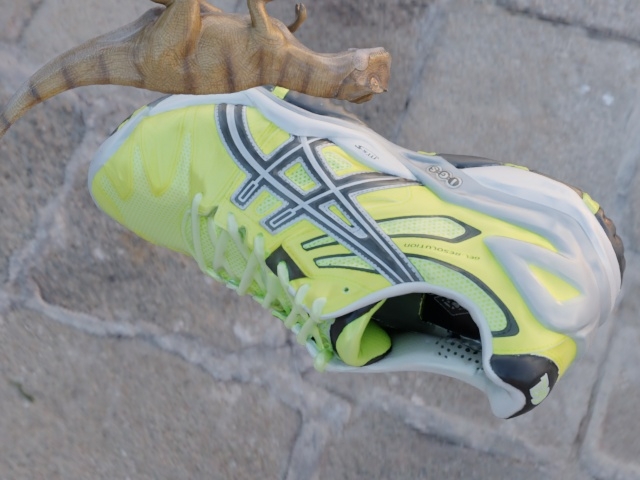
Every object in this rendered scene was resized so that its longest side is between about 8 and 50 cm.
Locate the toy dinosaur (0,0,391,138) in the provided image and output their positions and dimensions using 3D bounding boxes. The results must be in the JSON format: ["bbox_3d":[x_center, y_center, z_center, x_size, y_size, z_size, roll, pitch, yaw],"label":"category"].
[{"bbox_3d":[-0.072,-0.092,0.560,0.211,0.064,0.112,-4,88,0],"label":"toy dinosaur"}]

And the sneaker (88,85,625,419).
[{"bbox_3d":[0.000,0.000,0.805,0.385,0.145,0.147,13,46,22],"label":"sneaker"}]
